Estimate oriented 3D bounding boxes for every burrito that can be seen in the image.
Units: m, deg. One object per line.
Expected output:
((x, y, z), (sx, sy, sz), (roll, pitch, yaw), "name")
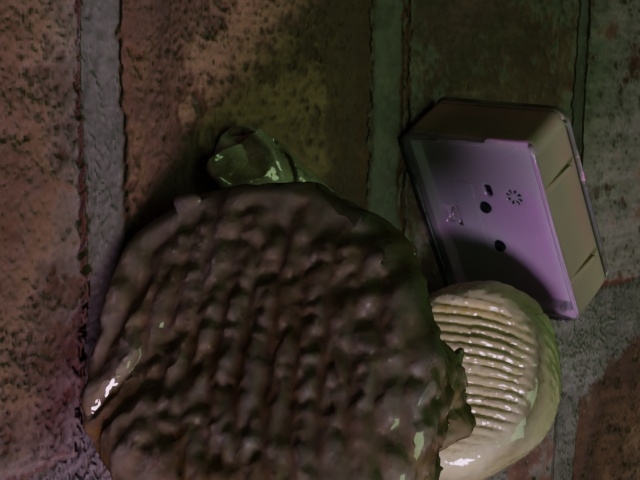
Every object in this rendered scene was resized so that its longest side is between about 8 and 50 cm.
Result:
((0.000, 0.000, 1.283), (0.082, 0.059, 0.275), (-52, 135, -11), "burrito")

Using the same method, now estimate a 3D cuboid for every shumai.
((-0.014, 0.146, 1.151), (0.262, 0.267, 0.314), (63, 12, -53), "shumai")

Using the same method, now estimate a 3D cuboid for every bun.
((0.132, 0.128, 1.401), (0.111, 0.164, 0.188), (48, 45, -66), "bun")

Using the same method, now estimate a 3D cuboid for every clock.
((0.169, -0.028, 1.415), (0.071, 0.147, 0.192), (-46, 129, -35), "clock")
